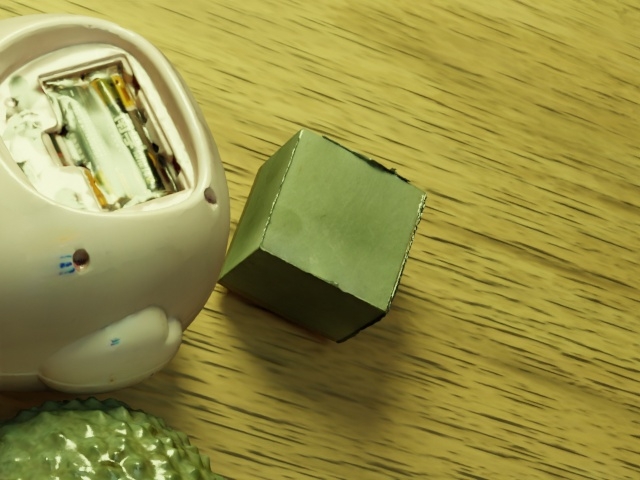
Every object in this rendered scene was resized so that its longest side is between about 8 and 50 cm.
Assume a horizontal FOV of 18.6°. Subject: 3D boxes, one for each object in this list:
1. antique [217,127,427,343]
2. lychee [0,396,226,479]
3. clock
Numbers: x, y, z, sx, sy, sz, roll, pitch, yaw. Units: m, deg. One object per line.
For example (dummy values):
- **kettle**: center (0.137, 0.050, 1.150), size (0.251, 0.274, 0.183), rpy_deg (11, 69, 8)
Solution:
- **antique**: center (0.000, 0.000, 1.918), size (0.152, 0.148, 0.146), rpy_deg (28, 62, -15)
- **lychee**: center (-0.199, 0.262, 1.676), size (0.255, 0.274, 0.255), rpy_deg (-11, 106, -43)
- **clock**: center (-0.277, -0.029, 1.703), size (0.377, 0.250, 0.368), rpy_deg (-17, 64, -23)
